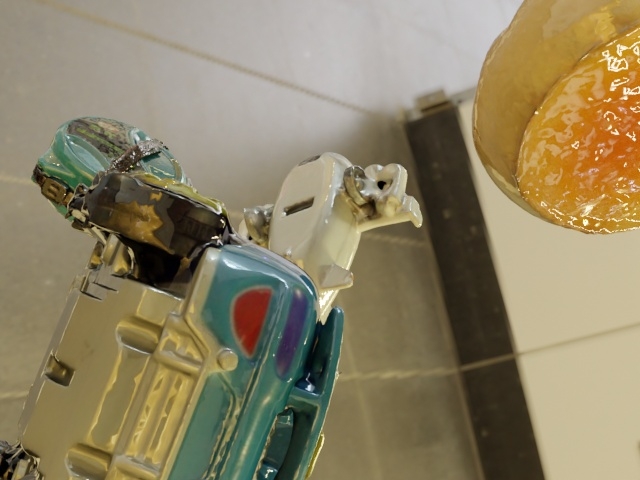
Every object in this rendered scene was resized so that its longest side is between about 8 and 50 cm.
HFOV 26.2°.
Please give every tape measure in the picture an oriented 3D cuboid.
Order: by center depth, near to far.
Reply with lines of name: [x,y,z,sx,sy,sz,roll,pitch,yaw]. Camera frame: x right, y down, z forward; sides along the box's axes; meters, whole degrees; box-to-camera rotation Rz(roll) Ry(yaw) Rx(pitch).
tape measure: [-0.187,-0.056,1.231,0.125,0.081,0.146,31,27,6]

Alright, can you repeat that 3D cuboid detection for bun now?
bun: [0.276,-0.156,1.265,0.299,0.299,0.164,42,18,-47]

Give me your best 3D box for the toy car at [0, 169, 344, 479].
toy car: [-0.080,0.080,0.716,0.166,0.314,0.198,23,84,-13]

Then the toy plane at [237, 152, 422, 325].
toy plane: [0.000,0.000,1.532,0.117,0.245,0.244,51,33,-32]
